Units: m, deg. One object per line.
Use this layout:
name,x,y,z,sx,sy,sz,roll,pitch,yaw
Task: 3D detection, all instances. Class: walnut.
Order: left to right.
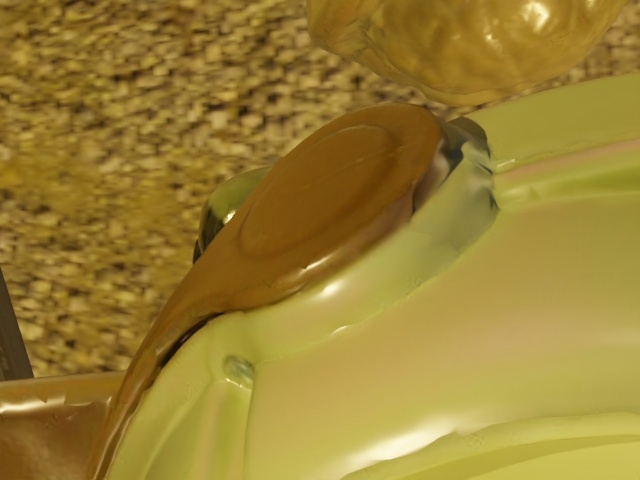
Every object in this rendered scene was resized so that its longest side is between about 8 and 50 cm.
walnut,0.095,-0.243,1.461,0.253,0.277,0.282,-16,84,-3

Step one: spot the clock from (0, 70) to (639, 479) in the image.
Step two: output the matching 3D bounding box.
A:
clock,0.080,0.102,0.469,0.348,0.117,0.286,-3,121,9

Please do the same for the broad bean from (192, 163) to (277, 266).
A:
broad bean,0.000,0.000,1.274,0.082,0.174,0.124,-57,140,-65

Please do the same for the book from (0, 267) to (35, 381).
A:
book,-0.182,0.034,0.760,0.025,0.269,0.191,-21,83,14
